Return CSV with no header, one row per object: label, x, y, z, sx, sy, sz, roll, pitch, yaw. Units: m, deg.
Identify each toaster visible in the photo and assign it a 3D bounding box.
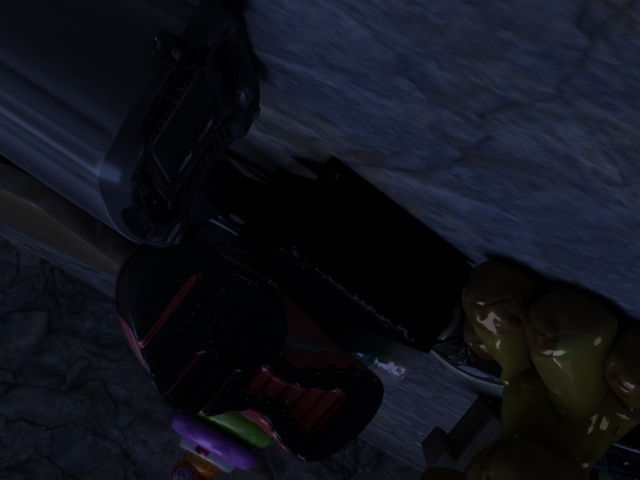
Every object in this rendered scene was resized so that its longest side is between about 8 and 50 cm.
toaster,-0.126,-0.090,0.889,0.146,0.129,0.227,30,172,8

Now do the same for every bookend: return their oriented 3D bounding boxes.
bookend,0.000,0.000,1.174,0.156,0.072,0.157,36,169,-34

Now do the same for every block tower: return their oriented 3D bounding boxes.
block tower,0.270,0.305,1.793,0.335,0.097,0.091,37,-172,-9

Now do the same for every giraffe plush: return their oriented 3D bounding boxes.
giraffe plush,0.156,0.136,1.139,0.181,0.170,0.210,23,169,30

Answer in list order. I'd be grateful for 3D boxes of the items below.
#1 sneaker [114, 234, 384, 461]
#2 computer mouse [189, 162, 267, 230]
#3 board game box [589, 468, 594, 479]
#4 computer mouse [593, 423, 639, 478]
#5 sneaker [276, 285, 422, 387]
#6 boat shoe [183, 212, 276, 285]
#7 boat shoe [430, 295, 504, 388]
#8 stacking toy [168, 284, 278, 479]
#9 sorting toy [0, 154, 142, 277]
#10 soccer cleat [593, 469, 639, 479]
sneaker,-0.078,0.073,1.278,0.136,0.116,0.314,43,-179,40
computer mouse,-0.153,-0.055,1.328,0.188,0.072,0.272,34,170,-26
board game box,0.343,0.319,1.522,0.347,0.056,0.208,35,-156,-3
computer mouse,0.294,0.172,1.295,0.262,0.060,0.184,12,160,23
sneaker,0.001,0.074,1.504,0.121,0.108,0.302,31,162,-11
boat shoe,-0.092,0.019,1.450,0.108,0.102,0.301,33,169,-24
boat shoe,0.105,0.072,1.305,0.152,0.056,0.049,28,176,5
stacking toy,-0.102,0.190,1.789,0.175,0.302,0.166,28,171,8
sorting toy,-0.276,-0.061,1.611,0.257,0.089,0.255,23,169,34
soccer cleat,0.369,0.274,1.453,0.289,0.093,0.121,32,-169,-5
